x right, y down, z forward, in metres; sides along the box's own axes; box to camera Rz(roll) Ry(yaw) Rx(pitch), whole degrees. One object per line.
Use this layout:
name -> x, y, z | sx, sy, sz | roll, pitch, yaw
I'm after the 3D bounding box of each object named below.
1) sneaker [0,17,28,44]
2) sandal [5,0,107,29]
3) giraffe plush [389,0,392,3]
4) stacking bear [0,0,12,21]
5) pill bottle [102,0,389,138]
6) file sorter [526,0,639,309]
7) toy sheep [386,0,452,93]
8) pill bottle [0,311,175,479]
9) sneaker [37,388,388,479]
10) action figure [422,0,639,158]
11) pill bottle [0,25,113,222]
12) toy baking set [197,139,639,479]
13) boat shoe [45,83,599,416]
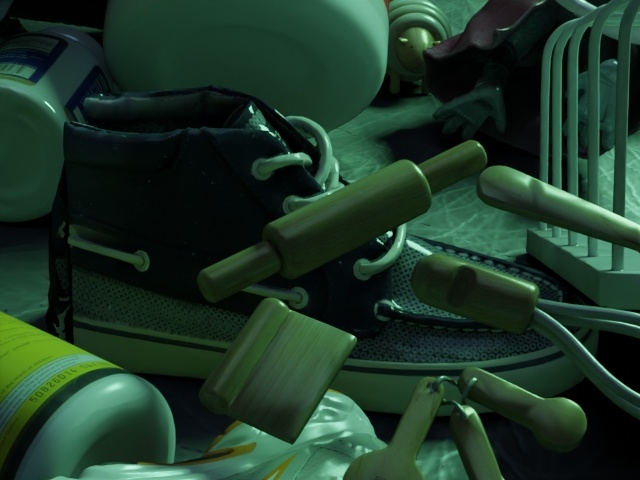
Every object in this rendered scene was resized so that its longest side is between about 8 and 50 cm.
sneaker -> -0.297, -0.179, 1.112 | 0.158, 0.065, 0.061 | 23, 34, 35
sandal -> -0.289, -0.273, 1.123 | 0.445, 0.107, 0.167 | 0, 18, -45
giraffe plush -> 0.017, -0.291, 1.270 | 0.181, 0.210, 0.170 | -28, 65, -22
stacking bear -> -0.349, -0.160, 0.871 | 0.164, 0.289, 0.175 | 46, 18, -6
pill bottle -> -0.051, -0.307, 1.011 | 0.229, 0.229, 0.408 | 3, 63, 1
file sorter -> 0.241, -0.060, 0.709 | 0.192, 0.173, 0.278 | 0, 6, 2
toy sheep -> 0.089, -0.198, 1.158 | 0.091, 0.091, 0.132 | -2, 27, -8
pill bottle -> -0.169, 0.085, 0.569 | 0.184, 0.103, 0.103 | 20, 32, 29
sneaker -> -0.045, 0.147, 0.475 | 0.262, 0.099, 0.121 | -22, 40, -37
action figure -> 0.243, -0.247, 1.051 | 0.248, 0.276, 0.370 | 30, 62, 14
pill bottle -> -0.224, -0.102, 0.919 | 0.112, 0.112, 0.187 | 4, 27, 3
toy baking set -> 0.072, 0.037, 0.542 | 0.256, 0.030, 0.197 | -30, 61, -21
boat shoe -> 0.000, 0.000, 0.689 | 0.340, 0.158, 0.127 | 3, 27, 2
